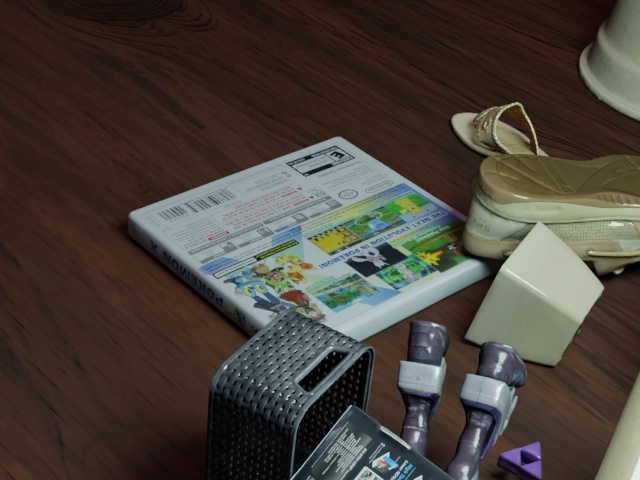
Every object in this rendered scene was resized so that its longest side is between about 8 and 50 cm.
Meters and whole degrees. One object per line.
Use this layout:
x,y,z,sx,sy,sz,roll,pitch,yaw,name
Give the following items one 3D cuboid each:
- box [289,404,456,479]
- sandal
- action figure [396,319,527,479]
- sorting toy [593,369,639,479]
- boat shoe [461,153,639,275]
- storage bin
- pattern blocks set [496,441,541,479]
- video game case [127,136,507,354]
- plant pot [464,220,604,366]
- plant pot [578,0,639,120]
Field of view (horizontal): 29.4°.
0.025,0.257,0.901,0.175,0.051,0.220,33,78,33,box
0.255,-0.139,1.586,0.088,0.079,0.240,-10,38,-22,sandal
0.090,0.213,0.990,0.185,0.099,0.285,14,63,13,action figure
0.352,0.154,0.944,0.229,0.041,0.307,21,65,19,sorting toy
0.322,-0.025,1.385,0.341,0.110,0.122,5,34,-16,boat shoe
-0.028,0.164,1.014,0.084,0.180,0.122,24,38,23,storage bin
0.258,0.287,1.011,0.285,0.026,0.325,-26,47,-31,pattern blocks set
0.000,0.000,1.385,0.329,0.036,0.300,-23,44,-36,video game case
0.230,0.066,1.273,0.096,0.109,0.109,33,41,13,plant pot
0.570,-0.359,1.756,0.333,0.306,0.334,5,34,-3,plant pot
